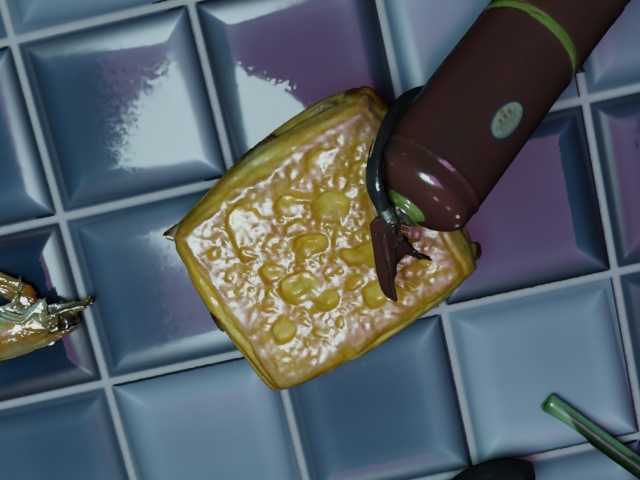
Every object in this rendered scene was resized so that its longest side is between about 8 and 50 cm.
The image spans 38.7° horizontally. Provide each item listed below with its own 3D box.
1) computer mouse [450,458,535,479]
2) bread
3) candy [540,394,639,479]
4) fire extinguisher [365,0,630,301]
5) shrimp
[{"bbox_3d":[0.129,0.261,0.859,0.057,0.099,0.172,44,95,3],"label":"computer mouse"},{"bbox_3d":[0.000,0.000,0.817,0.235,0.099,0.210,-34,101,2],"label":"bread"},{"bbox_3d":[0.397,0.282,0.869,0.440,0.119,0.119,37,98,2],"label":"candy"},{"bbox_3d":[0.138,-0.107,0.748,0.341,0.105,0.141,-52,132,-13],"label":"fire extinguisher"},{"bbox_3d":[-0.302,0.068,0.863,0.180,0.041,0.099,-9,85,3],"label":"shrimp"}]
